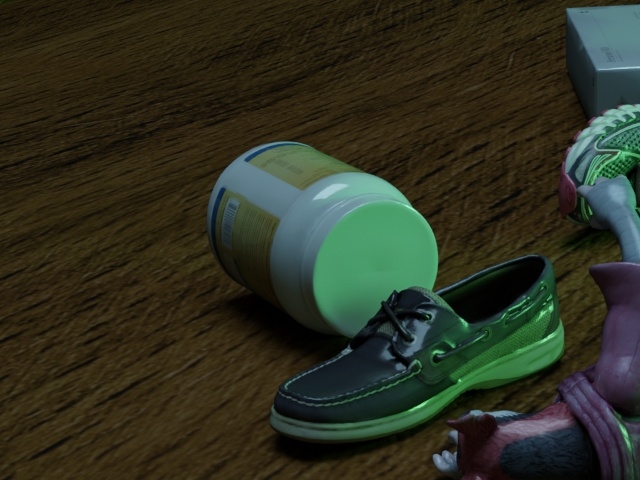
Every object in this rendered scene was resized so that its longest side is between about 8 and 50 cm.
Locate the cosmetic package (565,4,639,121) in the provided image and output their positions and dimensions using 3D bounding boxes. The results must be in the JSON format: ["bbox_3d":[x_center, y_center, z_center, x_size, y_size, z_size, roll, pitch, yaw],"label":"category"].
[{"bbox_3d":[0.472,-0.228,2.125,0.284,0.097,0.377,0,19,3],"label":"cosmetic package"}]

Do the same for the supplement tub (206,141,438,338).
[{"bbox_3d":[0.000,0.000,1.459,0.144,0.144,0.200,-13,21,-25],"label":"supplement tub"}]

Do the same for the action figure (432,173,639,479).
[{"bbox_3d":[0.235,0.121,1.062,0.370,0.248,0.276,-17,46,-31],"label":"action figure"}]

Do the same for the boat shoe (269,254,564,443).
[{"bbox_3d":[0.078,0.079,1.290,0.285,0.092,0.103,-16,22,-33],"label":"boat shoe"}]

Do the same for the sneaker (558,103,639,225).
[{"bbox_3d":[0.370,-0.074,1.654,0.299,0.121,0.112,-12,29,-23],"label":"sneaker"}]
